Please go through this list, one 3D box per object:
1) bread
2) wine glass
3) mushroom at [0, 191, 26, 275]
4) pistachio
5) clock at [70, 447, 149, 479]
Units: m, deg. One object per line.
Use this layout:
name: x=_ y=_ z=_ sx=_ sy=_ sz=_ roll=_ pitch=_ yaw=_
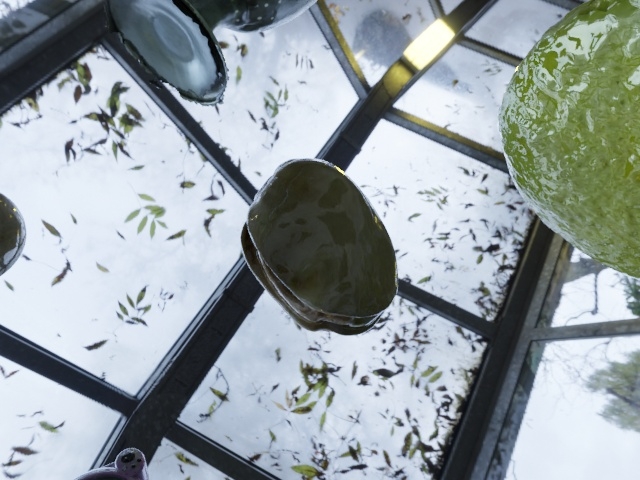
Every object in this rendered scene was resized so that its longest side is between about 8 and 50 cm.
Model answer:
bread: x=0.412 y=-0.139 z=0.460 sx=0.308 sy=0.348 sz=0.348 roll=-38 pitch=-89 yaw=-19
wine glass: x=-0.106 y=-0.358 z=0.582 sx=0.191 sy=0.190 sz=0.356 roll=36 pitch=-118 yaw=-9
mushroom: x=-0.688 y=-0.005 z=0.802 sx=0.206 sy=0.209 sz=0.206 roll=42 pitch=-140 yaw=-49
pistachio: x=0.000 y=0.000 z=0.973 sx=0.366 sy=0.281 sz=0.445 roll=-4 pitch=-121 yaw=-34
clock: x=-0.427 y=0.547 z=0.815 sx=0.228 sy=0.248 sz=0.090 roll=-14 pitch=-60 yaw=-29
